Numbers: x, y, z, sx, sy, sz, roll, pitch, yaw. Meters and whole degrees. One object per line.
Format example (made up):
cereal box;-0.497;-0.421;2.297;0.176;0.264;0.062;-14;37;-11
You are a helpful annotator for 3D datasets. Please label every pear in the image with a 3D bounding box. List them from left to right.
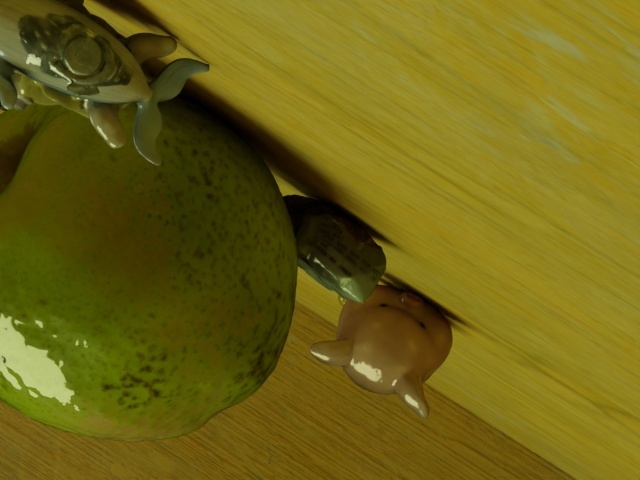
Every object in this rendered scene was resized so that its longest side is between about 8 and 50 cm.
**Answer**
pear;-0.199;0.028;1.771;0.391;0.391;0.391;32;175;3

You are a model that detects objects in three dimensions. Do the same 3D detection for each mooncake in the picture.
mooncake;0.000;0.000;1.898;0.125;0.073;0.130;39;171;-27

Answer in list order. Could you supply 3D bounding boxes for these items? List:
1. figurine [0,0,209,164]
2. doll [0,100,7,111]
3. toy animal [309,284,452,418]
figurine;-0.206;-0.151;1.465;0.208;0.128;0.184;29;178;-11
doll;-0.516;-0.247;2.367;0.290;0.130;0.161;28;-173;31
toy animal;0.087;0.129;2.267;0.165;0.149;0.248;17;-175;7
